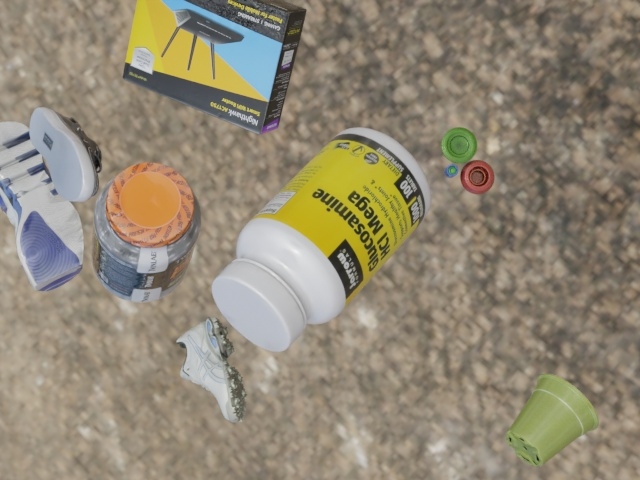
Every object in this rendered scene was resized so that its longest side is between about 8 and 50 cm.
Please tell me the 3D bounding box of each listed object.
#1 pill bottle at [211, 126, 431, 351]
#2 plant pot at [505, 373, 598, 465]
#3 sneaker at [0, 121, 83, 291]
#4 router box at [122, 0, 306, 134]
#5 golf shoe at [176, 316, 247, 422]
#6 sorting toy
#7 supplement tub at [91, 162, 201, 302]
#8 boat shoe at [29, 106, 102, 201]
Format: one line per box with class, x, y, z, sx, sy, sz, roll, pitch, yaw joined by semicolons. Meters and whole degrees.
pill bottle;0.000;0.000;1.762;0.188;0.334;0.188;30;148;21
plant pot;0.246;0.202;1.313;0.083;0.079;0.083;39;157;20
sneaker;-0.528;-0.055;2.256;0.182;0.127;0.315;113;134;-73
router box;-0.113;-0.204;1.260;0.179;0.046;0.133;23;114;20
golf shoe;-0.165;0.205;1.817;0.069;0.086;0.176;59;-171;-55
sorting toy;0.202;-0.109;1.707;0.102;0.061;0.042;60;176;0
supplement tub;-0.324;-0.015;2.227;0.193;0.193;0.316;44;159;5
boat shoe;-0.352;-0.122;1.734;0.228;0.076;0.080;43;119;49
